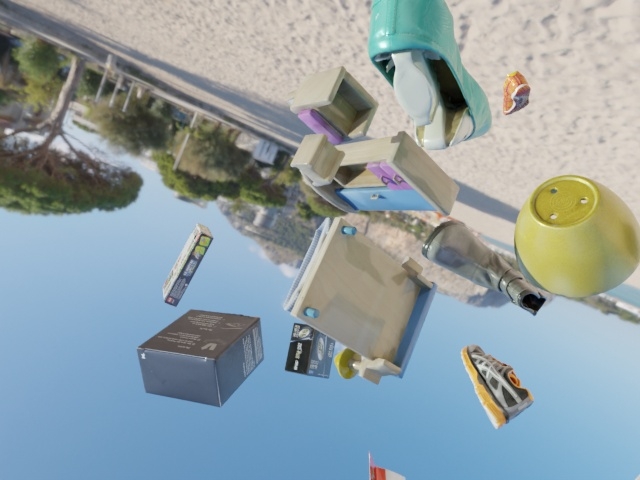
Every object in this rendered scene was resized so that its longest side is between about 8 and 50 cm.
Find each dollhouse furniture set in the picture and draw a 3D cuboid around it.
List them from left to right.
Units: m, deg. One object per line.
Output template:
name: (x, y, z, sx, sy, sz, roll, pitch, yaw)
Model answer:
dollhouse furniture set: (0.000, 0.000, 0.625, 0.286, 0.304, 0.198, 34, 161, -35)

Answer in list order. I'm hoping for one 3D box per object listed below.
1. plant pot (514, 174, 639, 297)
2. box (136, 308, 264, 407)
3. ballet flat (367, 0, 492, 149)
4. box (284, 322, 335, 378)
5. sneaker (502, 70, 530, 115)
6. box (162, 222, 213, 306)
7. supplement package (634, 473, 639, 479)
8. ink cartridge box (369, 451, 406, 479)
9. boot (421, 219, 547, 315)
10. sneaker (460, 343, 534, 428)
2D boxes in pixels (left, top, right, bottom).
plant pot: (0.277, -0.018, 0.516, 0.134, 0.134, 0.095, 31, 170, 44)
box: (-0.206, 0.201, 0.825, 0.155, 0.093, 0.158, 3, -163, 21)
ballet flat: (0.109, -0.142, 0.463, 0.083, 0.087, 0.247, 7, 165, 34)
box: (-0.026, 0.348, 1.455, 0.077, 0.148, 0.180, 4, 162, 26)
sneaker: (0.493, -0.372, 1.177, 0.175, 0.064, 0.068, 41, -153, -73)
box: (-0.355, 0.062, 1.234, 0.036, 0.207, 0.114, 28, -175, -25)
supplement package: (0.452, 0.488, 0.636, 0.261, 0.204, 0.145, -25, -150, -27)
ink cartridge box: (0.118, 0.467, 0.736, 0.066, 0.232, 0.189, -4, -133, 6)
boot: (0.297, 0.052, 0.806, 0.246, 0.084, 0.161, 20, -163, -43)
sneaker: (0.326, 0.259, 0.868, 0.084, 0.083, 0.215, 57, -169, -16)
